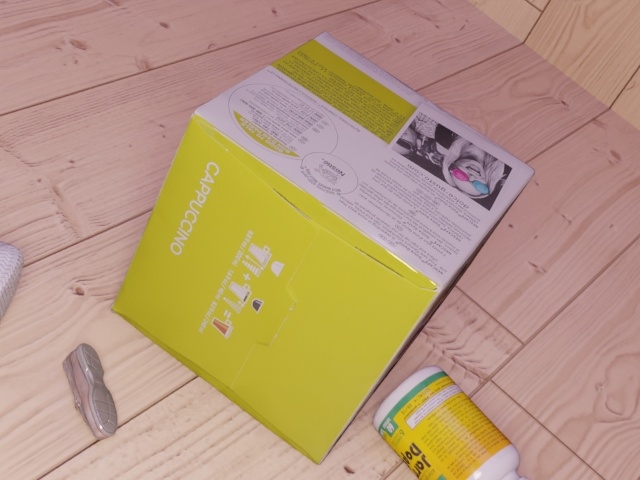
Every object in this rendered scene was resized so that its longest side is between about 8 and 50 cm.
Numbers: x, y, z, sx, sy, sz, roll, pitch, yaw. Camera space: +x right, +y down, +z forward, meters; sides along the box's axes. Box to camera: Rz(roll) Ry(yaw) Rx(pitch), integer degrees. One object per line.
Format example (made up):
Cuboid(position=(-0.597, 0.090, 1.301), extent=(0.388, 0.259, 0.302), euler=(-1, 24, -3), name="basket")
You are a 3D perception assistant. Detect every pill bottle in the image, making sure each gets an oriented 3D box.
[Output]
Cuboid(position=(0.172, 0.267, 1.319), extent=(0.117, 0.117, 0.208), euler=(-20, 59, -45), name="pill bottle")

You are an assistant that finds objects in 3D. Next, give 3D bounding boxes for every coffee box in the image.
Cuboid(position=(0.000, 0.000, 1.333), extent=(0.338, 0.337, 0.334), euler=(36, 38, 8), name="coffee box")

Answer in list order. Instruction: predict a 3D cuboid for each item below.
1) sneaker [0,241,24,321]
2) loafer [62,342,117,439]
Cuboid(position=(-0.474, 0.088, 1.101), extent=(0.210, 0.137, 0.366), euler=(25, 33, -3), name="sneaker")
Cuboid(position=(-0.266, 0.178, 1.212), extent=(0.045, 0.039, 0.125), euler=(38, 23, -51), name="loafer")
